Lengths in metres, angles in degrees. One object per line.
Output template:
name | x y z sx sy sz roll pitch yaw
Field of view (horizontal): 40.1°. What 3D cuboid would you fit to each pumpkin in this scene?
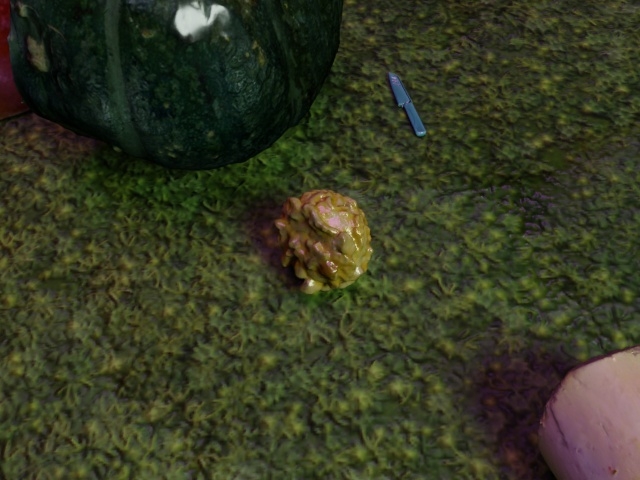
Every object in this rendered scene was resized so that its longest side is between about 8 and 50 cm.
pumpkin | -0.087 -0.190 0.724 0.197 0.263 0.293 24 57 15

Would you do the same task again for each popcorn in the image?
popcorn | 0.000 0.000 0.681 0.057 0.083 0.082 -24 83 -50

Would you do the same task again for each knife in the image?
knife | 0.079 -0.128 0.819 0.014 0.005 0.091 -12 51 -7

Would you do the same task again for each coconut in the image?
coconut | 0.203 0.134 0.528 0.116 0.116 0.122 -17 46 -8

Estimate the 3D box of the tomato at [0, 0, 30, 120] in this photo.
tomato | -0.369 -0.269 0.888 0.338 0.143 0.338 -2 53 2
